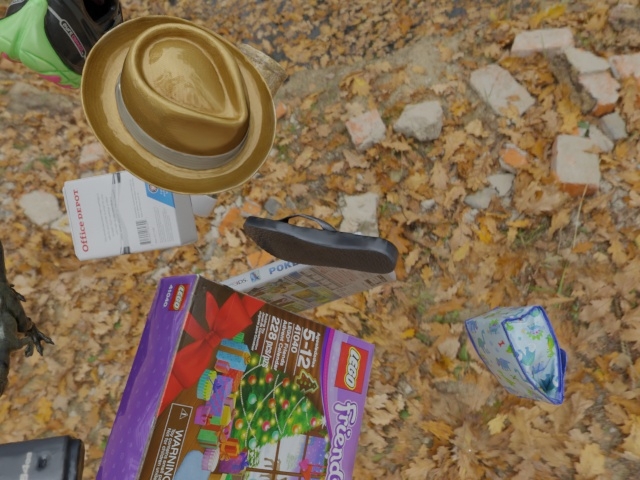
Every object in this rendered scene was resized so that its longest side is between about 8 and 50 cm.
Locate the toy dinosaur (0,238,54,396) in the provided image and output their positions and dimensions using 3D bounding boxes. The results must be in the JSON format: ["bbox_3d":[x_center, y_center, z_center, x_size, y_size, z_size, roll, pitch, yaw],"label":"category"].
[{"bbox_3d":[-0.379,0.080,0.619,0.064,0.118,0.268,-17,68,-13],"label":"toy dinosaur"}]

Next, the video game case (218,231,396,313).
[{"bbox_3d":[-0.015,0.086,1.070,0.300,0.329,0.036,-20,71,12],"label":"video game case"}]

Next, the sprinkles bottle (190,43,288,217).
[{"bbox_3d":[-0.205,-0.227,1.090,0.121,0.121,0.355,32,95,25],"label":"sprinkles bottle"}]

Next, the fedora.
[{"bbox_3d":[-0.125,-0.140,0.492,0.195,0.079,0.194,4,80,-21],"label":"fedora"}]

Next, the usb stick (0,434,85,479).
[{"bbox_3d":[-0.393,0.250,0.525,0.278,0.045,0.077,-2,34,-15],"label":"usb stick"}]

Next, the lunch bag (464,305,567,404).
[{"bbox_3d":[0.322,0.185,0.840,0.096,0.129,0.151,-19,85,-12],"label":"lunch bag"}]

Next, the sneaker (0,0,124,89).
[{"bbox_3d":[-0.441,-0.416,1.015,0.185,0.483,0.202,29,104,-17],"label":"sneaker"}]

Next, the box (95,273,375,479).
[{"bbox_3d":[-0.064,0.194,0.387,0.057,0.201,0.293,-7,64,44],"label":"box"}]

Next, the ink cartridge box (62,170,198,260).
[{"bbox_3d":[-0.325,-0.048,0.897,0.191,0.082,0.139,-8,95,11],"label":"ink cartridge box"}]

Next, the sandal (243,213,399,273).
[{"bbox_3d":[0.001,0.001,0.832,0.255,0.097,0.054,11,60,13],"label":"sandal"}]
